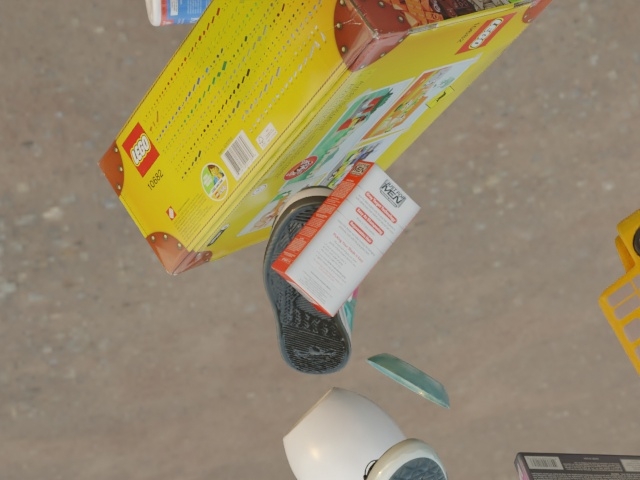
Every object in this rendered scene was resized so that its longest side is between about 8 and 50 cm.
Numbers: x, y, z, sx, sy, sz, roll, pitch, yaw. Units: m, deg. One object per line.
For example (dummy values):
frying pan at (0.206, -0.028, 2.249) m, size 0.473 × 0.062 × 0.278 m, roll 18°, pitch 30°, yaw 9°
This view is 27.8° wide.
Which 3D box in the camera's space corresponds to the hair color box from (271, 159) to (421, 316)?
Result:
hair color box at (0.025, -0.003, 1.273) m, size 0.072 × 0.141 × 0.043 m, roll 44°, pitch 171°, yaw -21°

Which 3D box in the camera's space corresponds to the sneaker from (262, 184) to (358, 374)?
sneaker at (0.000, 0.000, 1.469) m, size 0.123 × 0.178 × 0.295 m, roll 2°, pitch 140°, yaw -1°

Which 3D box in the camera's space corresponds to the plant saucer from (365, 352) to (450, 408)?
plant saucer at (0.112, 0.168, 1.585) m, size 0.119 × 0.021 × 0.119 m, roll 30°, pitch 173°, yaw 4°

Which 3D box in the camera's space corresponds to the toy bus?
toy bus at (0.447, 0.121, 1.575) m, size 0.130 × 0.333 × 0.108 m, roll -42°, pitch 138°, yaw 23°

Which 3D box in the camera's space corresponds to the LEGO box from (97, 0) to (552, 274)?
LEGO box at (0.003, -0.204, 1.626) m, size 0.372 × 0.193 × 0.500 m, roll -22°, pitch 163°, yaw -45°

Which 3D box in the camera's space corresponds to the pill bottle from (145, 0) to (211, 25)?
pill bottle at (-0.204, -0.460, 2.350) m, size 0.221 × 0.124 × 0.124 m, roll -7°, pitch 156°, yaw -12°

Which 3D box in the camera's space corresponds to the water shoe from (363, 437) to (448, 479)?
water shoe at (0.055, 0.206, 1.048) m, size 0.073 × 0.080 × 0.203 m, roll -19°, pitch 142°, yaw -12°

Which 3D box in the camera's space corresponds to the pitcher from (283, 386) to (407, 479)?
pitcher at (0.041, 0.284, 1.462) m, size 0.178 × 0.207 × 0.125 m, roll -45°, pitch 177°, yaw 18°

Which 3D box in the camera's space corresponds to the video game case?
video game case at (0.362, 0.355, 1.547) m, size 0.196 × 0.274 × 0.026 m, roll 4°, pitch 123°, yaw -13°
